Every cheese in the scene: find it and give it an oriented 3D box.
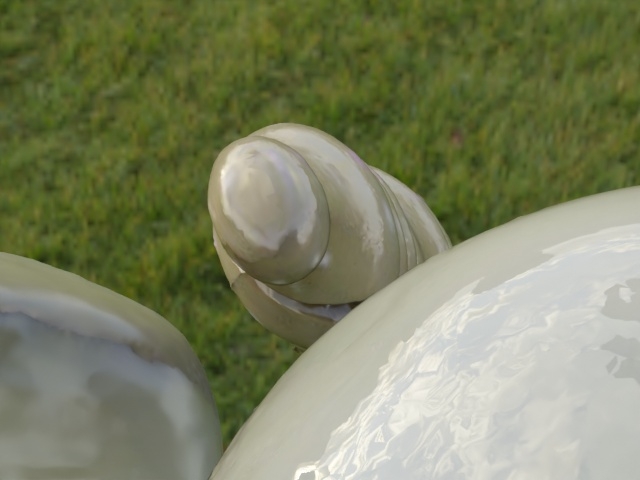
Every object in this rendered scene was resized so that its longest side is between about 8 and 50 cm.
[{"bbox_3d":[-0.216,0.156,0.844,0.328,0.351,0.129,4,9,-7],"label":"cheese"}]

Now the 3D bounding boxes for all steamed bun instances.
[{"bbox_3d":[0.101,0.145,0.436,0.324,0.206,0.324,-1,81,7],"label":"steamed bun"}]

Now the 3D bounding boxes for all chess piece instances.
[{"bbox_3d":[0.000,0.000,0.918,0.124,0.307,0.139,9,82,13],"label":"chess piece"}]
